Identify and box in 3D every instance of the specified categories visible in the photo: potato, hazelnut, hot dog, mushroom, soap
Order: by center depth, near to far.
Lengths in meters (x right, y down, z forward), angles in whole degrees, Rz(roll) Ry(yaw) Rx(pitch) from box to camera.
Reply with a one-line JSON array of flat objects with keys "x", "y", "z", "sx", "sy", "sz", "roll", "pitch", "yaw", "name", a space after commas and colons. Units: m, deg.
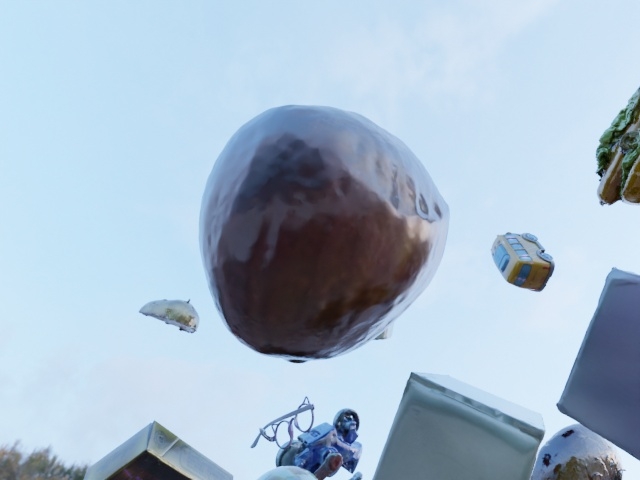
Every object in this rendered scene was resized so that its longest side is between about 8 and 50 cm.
[{"x": 0.554, "y": -0.205, "z": 0.681, "sx": 0.100, "sy": 0.135, "sz": 0.337, "roll": 17, "pitch": -70, "yaw": -6, "name": "hot dog"}, {"x": 0.580, "y": 0.222, "z": 0.684, "sx": 0.107, "sy": 0.285, "sz": 0.296, "roll": 12, "pitch": -80, "yaw": -35, "name": "soap"}, {"x": 0.000, "y": 0.000, "z": 0.686, "sx": 0.353, "sy": 0.421, "sz": 0.421, "roll": 29, "pitch": -49, "yaw": 27, "name": "hazelnut"}, {"x": 0.619, "y": 0.594, "z": 1.034, "sx": 0.297, "sy": 0.163, "sz": 0.278, "roll": -31, "pitch": -50, "yaw": -20, "name": "mushroom"}, {"x": -0.428, "y": 0.202, "z": 1.246, "sx": 0.172, "sy": 0.089, "sz": 0.100, "roll": 31, "pitch": -29, "yaw": -24, "name": "potato"}]

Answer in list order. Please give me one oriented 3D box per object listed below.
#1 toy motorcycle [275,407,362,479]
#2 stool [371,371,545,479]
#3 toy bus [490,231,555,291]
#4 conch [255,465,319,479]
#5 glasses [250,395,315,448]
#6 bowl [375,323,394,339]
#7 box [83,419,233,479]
[{"x": 0.005, "y": 0.700, "z": 1.348, "sx": 0.319, "sy": 0.182, "sz": 0.241, "roll": -18, "pitch": -59, "yaw": -27, "name": "toy motorcycle"}, {"x": 0.197, "y": 0.339, "z": 0.608, "sx": 0.170, "sy": 0.243, "sz": 0.269, "roll": 18, "pitch": -8, "yaw": 30, "name": "stool"}, {"x": 0.638, "y": 0.061, "z": 1.362, "sx": 0.136, "sy": 0.209, "sz": 0.126, "roll": 7, "pitch": -57, "yaw": -5, "name": "toy bus"}, {"x": -0.095, "y": 0.644, "z": 0.955, "sx": 0.197, "sy": 0.249, "sz": 0.368, "roll": 29, "pitch": -44, "yaw": 19, "name": "conch"}, {"x": -0.088, "y": 0.357, "z": 0.815, "sx": 0.104, "sy": 0.062, "sz": 0.140, "roll": 19, "pitch": -56, "yaw": -39, "name": "glasses"}, {"x": 0.078, "y": 0.135, "z": 1.259, "sx": 0.354, "sy": 0.354, "sz": 0.185, "roll": 20, "pitch": -85, "yaw": -5, "name": "bowl"}, {"x": -0.300, "y": 0.470, "z": 0.808, "sx": 0.159, "sy": 0.071, "sz": 0.240, "roll": -34, "pitch": -62, "yaw": 4, "name": "box"}]
